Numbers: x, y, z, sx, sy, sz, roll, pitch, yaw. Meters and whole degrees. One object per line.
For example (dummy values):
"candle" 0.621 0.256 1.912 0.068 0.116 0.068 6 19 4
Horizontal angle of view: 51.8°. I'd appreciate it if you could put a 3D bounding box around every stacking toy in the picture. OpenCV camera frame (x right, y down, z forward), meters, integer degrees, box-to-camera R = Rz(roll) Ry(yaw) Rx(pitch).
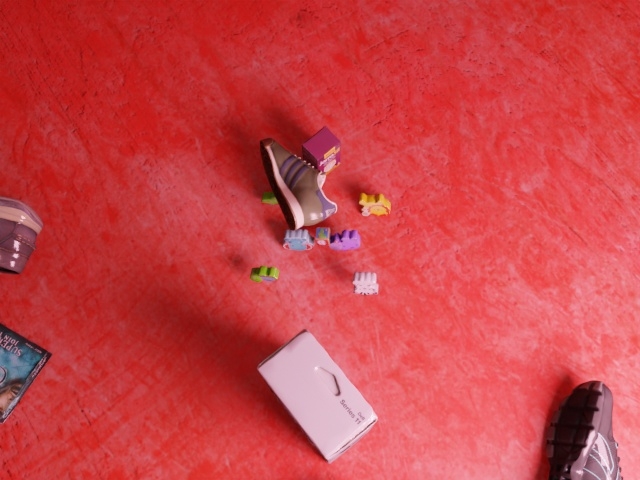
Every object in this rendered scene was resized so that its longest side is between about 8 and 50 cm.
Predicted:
"stacking toy" 0.000 0.000 1.088 0.221 0.052 0.167 3 60 9

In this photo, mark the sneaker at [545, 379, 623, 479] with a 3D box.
"sneaker" 0.384 0.337 0.947 0.106 0.101 0.267 24 72 -11

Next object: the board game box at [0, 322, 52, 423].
"board game box" -0.538 0.187 1.039 0.186 0.026 0.126 27 72 10

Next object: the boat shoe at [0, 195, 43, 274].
"boat shoe" -0.637 -0.004 1.057 0.355 0.132 0.130 1 69 3

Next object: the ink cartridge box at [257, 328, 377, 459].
"ink cartridge box" -0.004 0.224 0.919 0.087 0.208 0.153 -37 73 -12

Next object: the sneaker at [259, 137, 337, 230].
"sneaker" -0.035 -0.100 1.091 0.086 0.064 0.192 -14 54 -15

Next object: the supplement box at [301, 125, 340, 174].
"supplement box" 0.002 -0.148 1.126 0.055 0.083 0.043 -40 73 -12
